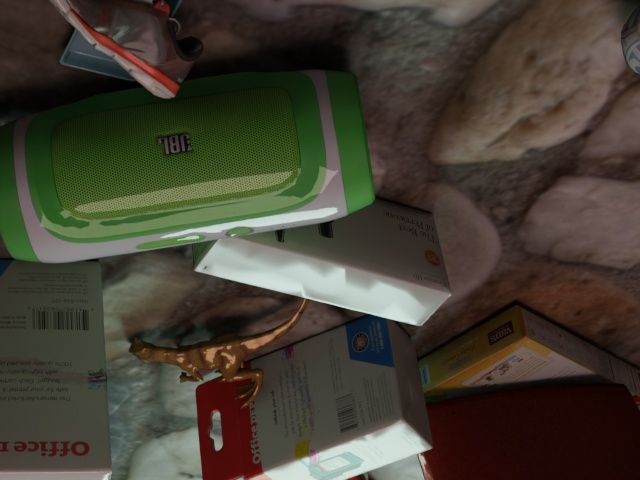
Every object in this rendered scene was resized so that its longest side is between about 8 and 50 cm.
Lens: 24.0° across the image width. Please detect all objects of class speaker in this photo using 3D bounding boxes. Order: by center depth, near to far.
[{"bbox_3d":[-0.110,-0.060,1.220,0.296,0.131,0.131,-9,143,1],"label":"speaker"}]

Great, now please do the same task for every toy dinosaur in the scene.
[{"bbox_3d":[-0.087,0.112,1.516,0.211,0.064,0.112,-15,142,8],"label":"toy dinosaur"}]

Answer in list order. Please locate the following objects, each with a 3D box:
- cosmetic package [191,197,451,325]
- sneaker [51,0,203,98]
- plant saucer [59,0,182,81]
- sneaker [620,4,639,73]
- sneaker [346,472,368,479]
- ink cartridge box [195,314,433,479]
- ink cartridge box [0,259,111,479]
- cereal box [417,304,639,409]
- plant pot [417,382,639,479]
[{"bbox_3d":[0.000,0.000,1.354,0.239,0.099,0.060,15,138,-29],"label":"cosmetic package"},{"bbox_3d":[-0.147,-0.171,1.120,0.065,0.061,0.158,-47,136,4],"label":"sneaker"},{"bbox_3d":[-0.135,-0.194,1.137,0.067,0.018,0.192,12,138,-25],"label":"plant saucer"},{"bbox_3d":[0.354,-0.182,1.211,0.237,0.085,0.086,-11,178,-7],"label":"sneaker"},{"bbox_3d":[0.028,0.337,1.791,0.107,0.118,0.279,-24,141,19],"label":"sneaker"},{"bbox_3d":[-0.011,0.181,1.563,0.231,0.134,0.078,-22,142,19],"label":"ink cartridge box"},{"bbox_3d":[-0.288,0.158,1.391,0.171,0.233,0.168,2,140,-13],"label":"ink cartridge box"},{"bbox_3d":[0.228,0.163,1.658,0.173,0.047,0.240,-33,138,31],"label":"cereal box"},{"bbox_3d":[0.259,0.303,1.616,0.235,0.267,0.267,-22,144,-2],"label":"plant pot"}]
